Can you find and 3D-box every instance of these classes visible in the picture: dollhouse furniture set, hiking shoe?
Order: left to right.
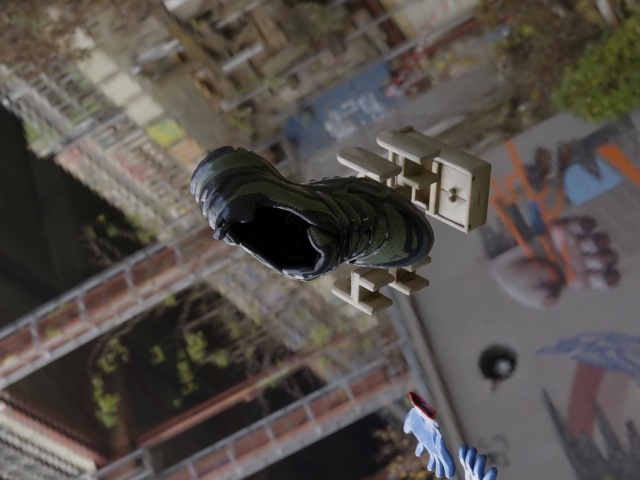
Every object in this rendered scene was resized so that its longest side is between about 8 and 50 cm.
[{"bbox_3d":[0.000,0.000,1.095,0.227,0.086,0.114,13,-144,-24],"label":"hiking shoe"},{"bbox_3d":[0.096,-0.055,1.820,0.161,0.242,0.212,28,129,39],"label":"dollhouse furniture set"}]

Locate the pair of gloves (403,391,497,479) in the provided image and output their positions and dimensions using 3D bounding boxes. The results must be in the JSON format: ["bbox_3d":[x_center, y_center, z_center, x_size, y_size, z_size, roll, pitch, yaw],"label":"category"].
[{"bbox_3d":[0.172,0.284,1.674,0.198,0.023,0.159,42,160,33],"label":"pair of gloves"}]
